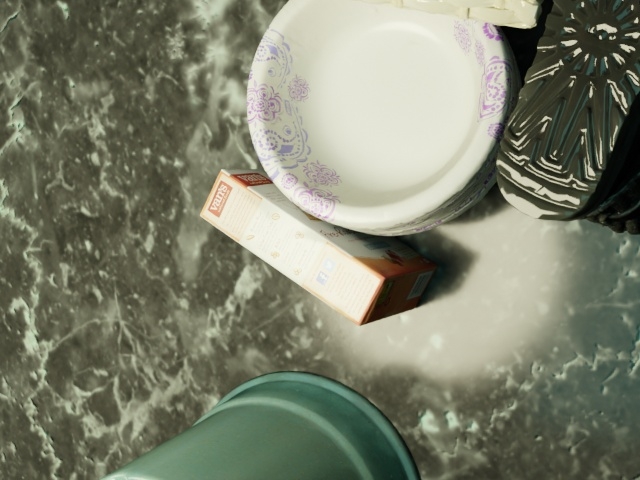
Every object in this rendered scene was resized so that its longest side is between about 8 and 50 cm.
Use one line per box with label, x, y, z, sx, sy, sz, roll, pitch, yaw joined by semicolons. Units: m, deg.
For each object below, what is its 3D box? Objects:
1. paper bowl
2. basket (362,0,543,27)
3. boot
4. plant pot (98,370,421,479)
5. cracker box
paper bowl;0.076;-0.147;1.119;0.284;0.148;0.284;-3;83;22
basket;0.083;-0.410;0.942;0.331;0.328;0.266;14;61;15
boot;0.307;-0.164;0.951;0.131;0.260;0.348;39;113;32
plant pot;-0.097;0.343;1.156;0.341;0.334;0.341;2;94;26
cracker box;0.000;0.000;1.179;0.232;0.155;0.067;33;108;21
